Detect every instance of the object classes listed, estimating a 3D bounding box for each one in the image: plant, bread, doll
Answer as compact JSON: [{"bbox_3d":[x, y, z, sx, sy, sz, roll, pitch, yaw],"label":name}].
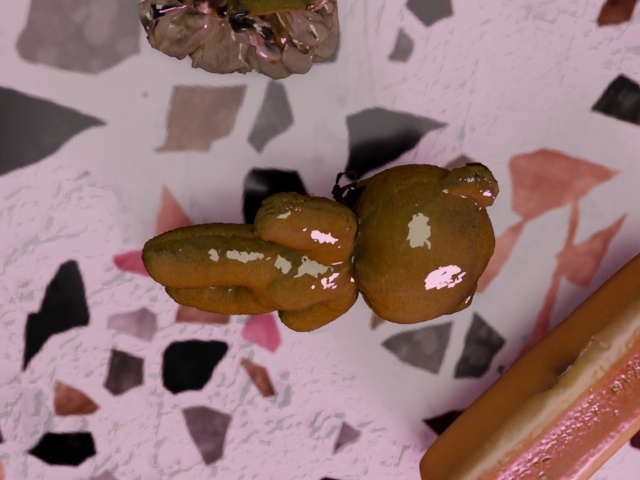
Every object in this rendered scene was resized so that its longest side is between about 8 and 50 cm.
[{"bbox_3d":[-0.038,-0.128,0.436,0.116,0.122,0.105,-20,117,-8],"label":"plant"},{"bbox_3d":[0.172,0.102,0.535,0.092,0.074,0.239,44,96,-12],"label":"bread"},{"bbox_3d":[0.000,0.000,0.489,0.209,0.097,0.137,-3,143,2],"label":"doll"}]
